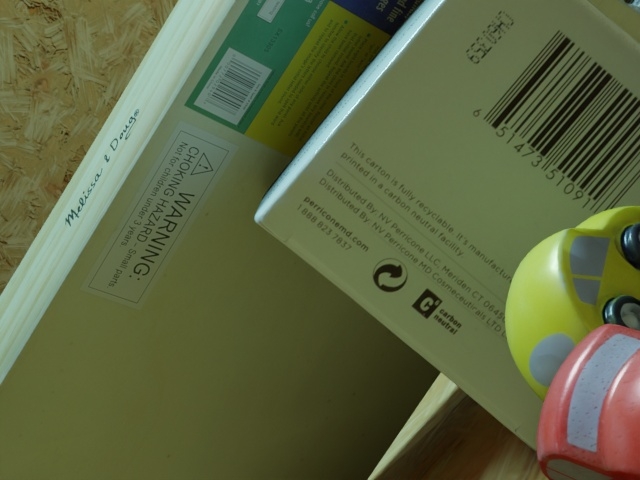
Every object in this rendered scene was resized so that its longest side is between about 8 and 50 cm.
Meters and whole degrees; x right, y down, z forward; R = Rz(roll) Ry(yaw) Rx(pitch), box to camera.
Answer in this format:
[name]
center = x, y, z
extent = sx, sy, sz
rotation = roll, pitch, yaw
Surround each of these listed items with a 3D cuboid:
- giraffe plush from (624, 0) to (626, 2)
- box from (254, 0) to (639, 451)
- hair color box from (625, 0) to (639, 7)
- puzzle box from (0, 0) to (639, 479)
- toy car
[giraffe plush]
center = 0.142, -0.184, 1.246
extent = 0.210, 0.170, 0.181
rotation = -35, -46, -63
[box]
center = 0.092, -0.027, 0.813
extent = 0.182, 0.181, 0.119
rotation = -50, 4, 6
[hair color box]
center = 0.244, -0.151, 1.146
extent = 0.093, 0.053, 0.167
rotation = -46, 7, 39
[puzzle box]
center = -0.008, -0.008, 0.931
extent = 0.409, 0.272, 0.052
rotation = -57, 39, 11
[toy car]
center = 0.070, 0.097, 0.624
extent = 0.225, 0.053, 0.239
rotation = -60, 5, 15
